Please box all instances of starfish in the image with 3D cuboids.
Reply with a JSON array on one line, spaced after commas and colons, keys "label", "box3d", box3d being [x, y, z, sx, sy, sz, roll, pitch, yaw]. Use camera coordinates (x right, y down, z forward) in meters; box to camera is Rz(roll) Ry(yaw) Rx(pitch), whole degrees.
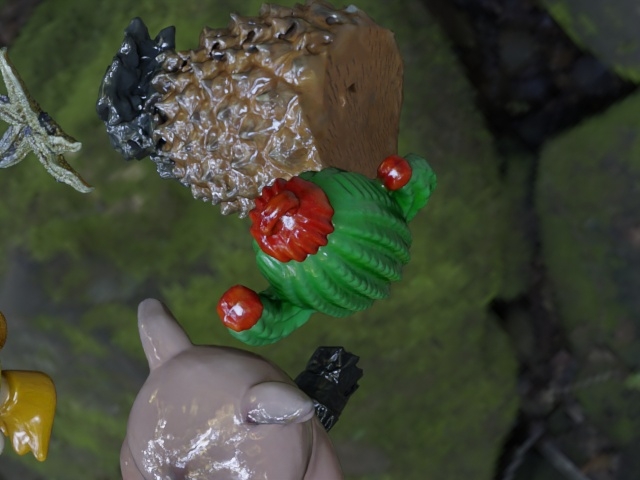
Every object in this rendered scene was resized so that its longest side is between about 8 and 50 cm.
[{"label": "starfish", "box3d": [-0.337, -0.138, 2.142, 0.208, 0.053, 0.176, 18, 135, 25]}]

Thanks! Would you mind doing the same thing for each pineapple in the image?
[{"label": "pineapple", "box3d": [-0.102, -0.129, 1.872, 0.357, 0.223, 0.223, 6, 128, 35]}]

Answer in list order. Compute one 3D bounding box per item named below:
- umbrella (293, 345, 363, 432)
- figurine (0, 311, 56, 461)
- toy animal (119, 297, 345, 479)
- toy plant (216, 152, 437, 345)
[{"label": "umbrella", "box3d": [-0.046, 0.188, 1.644, 0.059, 0.236, 0.066, 27, 155, 27]}, {"label": "figurine", "box3d": [-0.352, 0.080, 1.387, 0.215, 0.343, 0.187, 29, 100, 35]}, {"label": "toy animal", "box3d": [-0.059, 0.174, 1.398, 0.166, 0.154, 0.250, 12, 141, 24]}, {"label": "toy plant", "box3d": [-0.004, 0.009, 1.286, 0.088, 0.240, 0.154, 44, 119, 15]}]
